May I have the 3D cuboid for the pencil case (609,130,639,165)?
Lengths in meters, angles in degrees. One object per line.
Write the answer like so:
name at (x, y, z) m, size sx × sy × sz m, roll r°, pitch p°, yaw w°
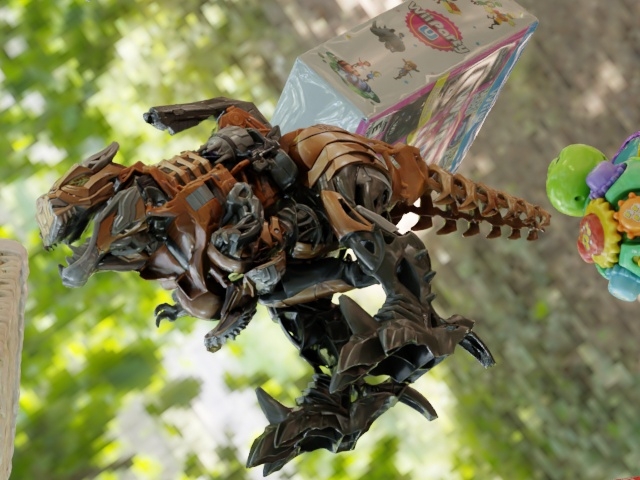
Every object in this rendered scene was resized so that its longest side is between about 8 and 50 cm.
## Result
pencil case at (0.313, -0.032, 1.685) m, size 0.152 × 0.070 × 0.064 m, roll 29°, pitch 137°, yaw -23°

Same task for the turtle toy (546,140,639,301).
turtle toy at (0.181, -0.015, 1.171) m, size 0.130 × 0.066 × 0.095 m, roll -122°, pitch 29°, yaw -53°

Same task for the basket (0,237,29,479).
basket at (-0.497, 0.181, 2.183) m, size 0.266 × 0.328 × 0.331 m, roll -104°, pitch 20°, yaw -63°

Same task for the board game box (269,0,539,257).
board game box at (0.061, -0.116, 1.930) m, size 0.097 × 0.303 × 0.224 m, roll 39°, pitch 131°, yaw 15°

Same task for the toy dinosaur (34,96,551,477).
toy dinosaur at (0.000, 0.000, 1.181) m, size 0.164 × 0.322 × 0.218 m, roll 97°, pitch 155°, yaw -64°

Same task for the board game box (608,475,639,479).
board game box at (0.264, 0.327, 2.061) m, size 0.193 × 0.147 × 0.045 m, roll 83°, pitch 180°, yaw -47°
